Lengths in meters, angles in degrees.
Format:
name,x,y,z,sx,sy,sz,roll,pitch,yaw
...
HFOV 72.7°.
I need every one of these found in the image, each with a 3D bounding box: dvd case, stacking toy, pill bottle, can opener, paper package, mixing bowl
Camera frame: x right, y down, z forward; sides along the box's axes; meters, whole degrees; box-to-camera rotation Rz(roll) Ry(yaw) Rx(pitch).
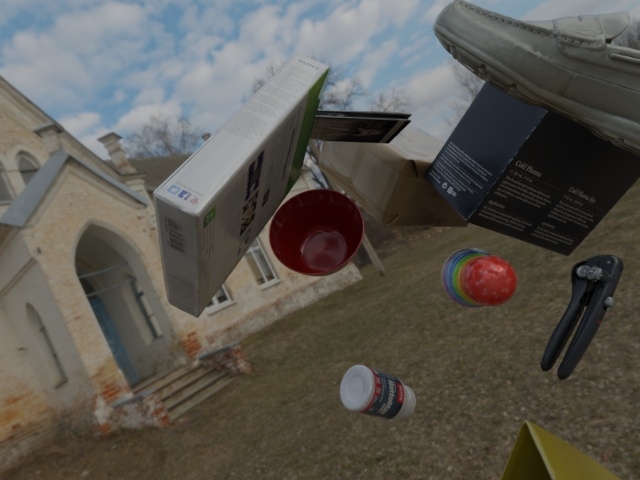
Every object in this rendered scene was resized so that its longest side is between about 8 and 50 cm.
name,x,y,z,sx,sy,sz,roll,pitch,yaw
dvd case,0.039,-0.211,0.810,0.221,0.018,0.164,2,-1,-5
stacking toy,0.327,0.079,0.881,0.141,0.141,0.330,-27,-8,8
pill bottle,0.146,0.378,1.066,0.180,0.107,0.108,27,-40,-33
can opener,0.357,0.101,0.588,0.186,0.073,0.059,-60,22,-11
paper package,0.208,-0.183,1.110,0.310,0.325,0.168,-1,-57,-33
mixing bowl,0.000,0.000,0.851,0.182,0.181,0.098,-26,-28,-2

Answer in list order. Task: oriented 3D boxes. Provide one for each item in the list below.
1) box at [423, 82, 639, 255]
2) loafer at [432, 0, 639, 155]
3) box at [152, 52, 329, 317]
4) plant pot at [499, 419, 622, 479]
name,x,y,z,sx,sy,sz,roll,pitch,yaw
box,0.451,-0.169,0.875,0.343,0.179,0.312,15,-60,-30
loafer,0.278,-0.191,0.469,0.111,0.320,0.112,-64,-9,20
box,-0.098,-0.078,0.595,0.322,0.059,0.232,-58,-6,-37
plant pot,0.386,0.443,0.652,0.187,0.212,0.212,18,8,13
